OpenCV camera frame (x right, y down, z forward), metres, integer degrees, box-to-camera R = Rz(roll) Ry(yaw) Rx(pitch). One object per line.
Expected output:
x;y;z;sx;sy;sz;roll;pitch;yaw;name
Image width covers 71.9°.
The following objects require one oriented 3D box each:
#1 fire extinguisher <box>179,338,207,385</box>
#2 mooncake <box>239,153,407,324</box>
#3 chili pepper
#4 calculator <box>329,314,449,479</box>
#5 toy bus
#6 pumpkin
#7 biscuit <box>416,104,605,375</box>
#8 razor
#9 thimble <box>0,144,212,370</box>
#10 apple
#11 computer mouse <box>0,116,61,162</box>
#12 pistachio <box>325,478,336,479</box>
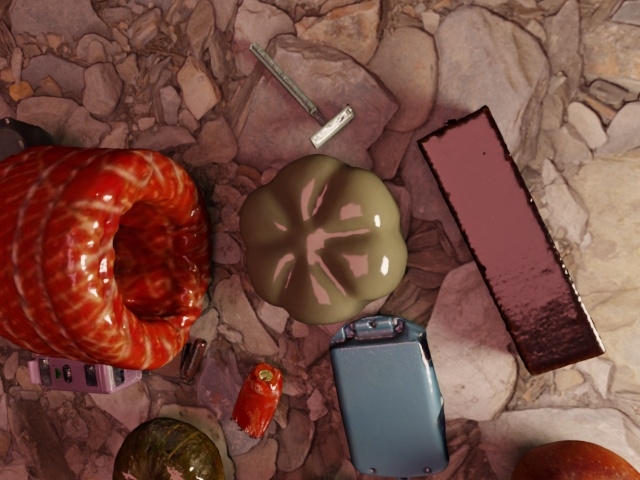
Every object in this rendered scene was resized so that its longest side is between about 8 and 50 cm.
-0.253;0.232;0.845;0.046;0.032;0.100;23;97;2;fire extinguisher
0.000;0.000;0.687;0.275;0.135;0.274;1;94;19;mooncake
-0.108;0.283;0.790;0.071;0.073;0.123;13;107;-28;chili pepper
0.114;0.264;0.726;0.173;0.051;0.292;-10;95;17;calculator
-0.462;0.246;0.871;0.199;0.108;0.096;-3;96;17;toy bus
-0.286;0.453;0.819;0.219;0.162;0.218;1;93;15;pumpkin
0.266;-0.002;0.634;0.107;0.073;0.388;-26;88;17;biscuit
-0.044;-0.248;0.723;0.084;0.036;0.211;-41;77;-6;razor
-0.330;0.019;0.690;0.231;0.350;0.349;5;98;15;thimble
0.359;0.379;0.614;0.201;0.162;0.201;-1;86;13;apple
-0.557;-0.044;0.859;0.204;0.114;0.373;10;102;18;computer mouse
0.030;0.512;0.744;0.130;0.131;0.206;-31;83;10;pistachio
